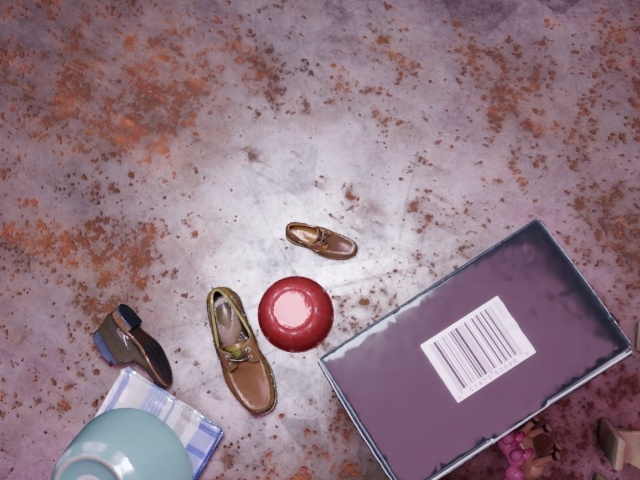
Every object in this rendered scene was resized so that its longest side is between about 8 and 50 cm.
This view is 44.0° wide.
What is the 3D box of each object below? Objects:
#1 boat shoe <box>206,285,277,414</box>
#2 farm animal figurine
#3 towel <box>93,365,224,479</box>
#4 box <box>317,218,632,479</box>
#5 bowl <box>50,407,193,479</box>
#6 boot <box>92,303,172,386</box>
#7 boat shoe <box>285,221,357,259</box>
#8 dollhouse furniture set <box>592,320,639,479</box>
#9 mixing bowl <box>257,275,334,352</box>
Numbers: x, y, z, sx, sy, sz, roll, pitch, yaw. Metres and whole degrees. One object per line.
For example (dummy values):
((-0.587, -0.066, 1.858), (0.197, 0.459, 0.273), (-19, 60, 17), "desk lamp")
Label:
((-0.190, 0.251, 1.790), (0.111, 0.104, 0.307), (-25, 79, -2), "boat shoe")
((0.439, 0.559, 1.623), (0.327, 0.330, 0.172), (44, 124, 5), "farm animal figurine")
((-0.383, 0.442, 1.787), (0.285, 0.034, 0.209), (29, 82, 13), "towel")
((0.276, 0.239, 1.582), (0.480, 0.472, 0.297), (-32, 78, -3), "box")
((-0.444, 0.524, 1.678), (0.312, 0.163, 0.311), (0, 89, 16), "bowl")
((-0.434, 0.263, 1.829), (0.106, 0.082, 0.219), (-37, 82, 17), "boot")
((0.000, 0.000, 1.853), (0.178, 0.060, 0.064), (17, 80, 6), "boat shoe")
((0.782, 0.398, 1.692), (0.362, 0.256, 0.393), (3, 100, 4), "dollhouse furniture set")
((-0.061, 0.163, 1.805), (0.182, 0.098, 0.181), (-1, 79, 4), "mixing bowl")
